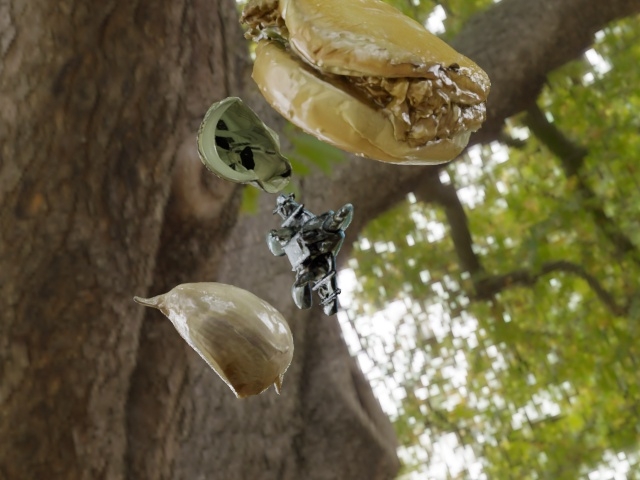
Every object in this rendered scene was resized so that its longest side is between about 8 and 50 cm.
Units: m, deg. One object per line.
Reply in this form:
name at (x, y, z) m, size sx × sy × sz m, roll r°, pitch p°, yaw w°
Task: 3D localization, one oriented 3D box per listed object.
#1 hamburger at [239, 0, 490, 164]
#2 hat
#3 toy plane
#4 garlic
hamburger at (0.027, -0.104, 0.788) m, size 0.138 × 0.147 × 0.083 m, roll 0°, pitch -59°, yaw -56°
hat at (-0.102, -0.102, 1.462) m, size 0.081 × 0.122 × 0.166 m, roll -13°, pitch 6°, yaw 20°
toy plane at (-0.007, 0.003, 1.546) m, size 0.078 × 0.169 × 0.246 m, roll -22°, pitch -10°, yaw -15°
garlic at (-0.080, 0.080, 1.120) m, size 0.084 × 0.066 × 0.152 m, roll -44°, pitch -70°, yaw 0°
